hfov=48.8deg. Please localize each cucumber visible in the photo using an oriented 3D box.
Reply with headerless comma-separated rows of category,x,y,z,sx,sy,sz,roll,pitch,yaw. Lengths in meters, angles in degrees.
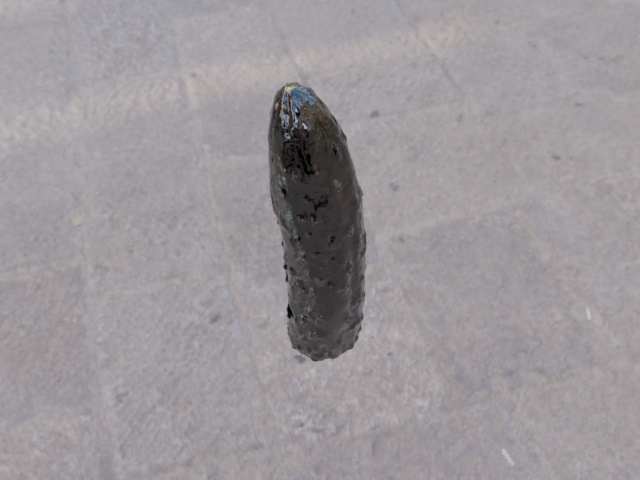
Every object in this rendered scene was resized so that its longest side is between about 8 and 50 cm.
cucumber,0.000,0.000,0.584,0.081,0.303,0.072,26,57,20
